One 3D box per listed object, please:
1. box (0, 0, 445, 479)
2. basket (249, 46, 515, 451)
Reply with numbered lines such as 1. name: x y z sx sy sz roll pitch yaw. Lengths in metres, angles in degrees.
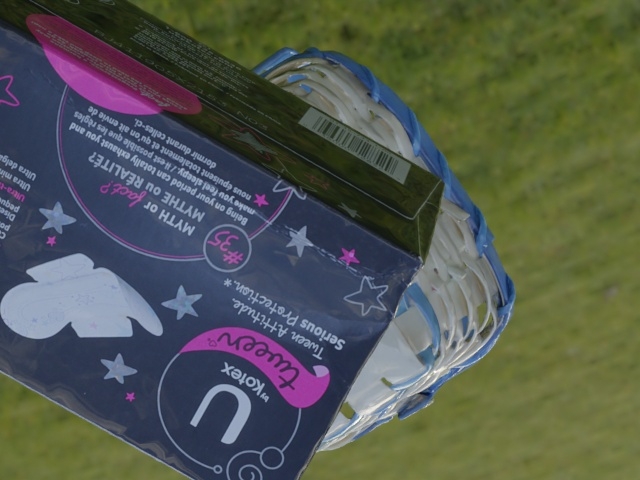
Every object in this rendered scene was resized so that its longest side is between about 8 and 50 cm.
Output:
1. box: -0.087 -0.013 0.857 0.142 0.247 0.163 -60 -179 16
2. basket: 0.000 0.000 1.208 0.201 0.255 0.289 -34 179 24
